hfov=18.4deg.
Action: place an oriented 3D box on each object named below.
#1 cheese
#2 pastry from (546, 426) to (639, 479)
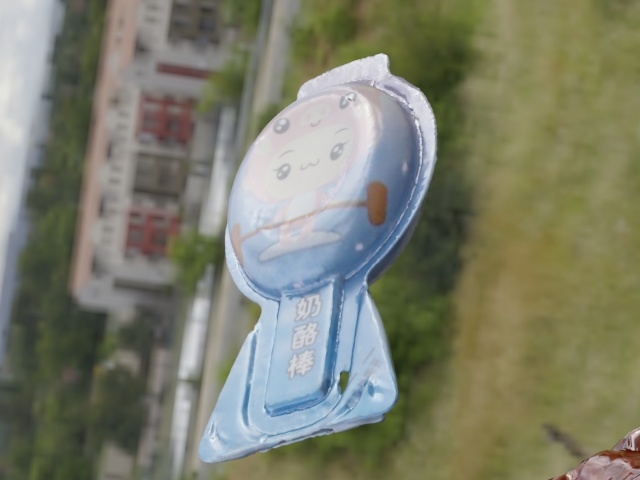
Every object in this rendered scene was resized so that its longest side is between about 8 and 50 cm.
[{"bbox_3d":[0.000,0.000,1.015,0.135,0.052,0.245,-20,45,32],"label":"cheese"},{"bbox_3d":[0.117,0.068,0.430,0.208,0.097,0.115,-34,19,12],"label":"pastry"}]
